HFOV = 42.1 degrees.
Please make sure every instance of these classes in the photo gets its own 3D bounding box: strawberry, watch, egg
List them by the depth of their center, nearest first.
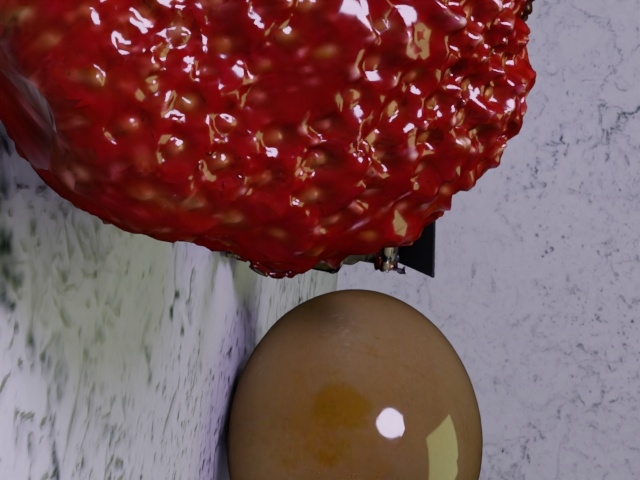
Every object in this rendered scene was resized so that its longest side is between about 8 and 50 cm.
[{"bbox_3d":[-0.013,-0.103,0.436,0.257,0.261,0.260,-83,176,-74],"label":"strawberry"},{"bbox_3d":[0.001,0.000,0.832,0.268,0.165,0.102,8,-85,58],"label":"watch"},{"bbox_3d":[0.042,0.222,0.998,0.301,0.301,0.373,89,7,-47],"label":"egg"}]

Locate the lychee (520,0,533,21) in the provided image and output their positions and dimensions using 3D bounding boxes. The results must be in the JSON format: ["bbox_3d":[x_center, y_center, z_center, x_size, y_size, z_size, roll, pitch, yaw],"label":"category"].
[{"bbox_3d":[0.057,-0.267,0.772,0.330,0.306,0.305,-128,-138,-79],"label":"lychee"}]

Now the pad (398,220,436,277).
[{"bbox_3d":[0.053,-0.066,0.899,0.243,0.004,0.163,26,-59,58],"label":"pad"}]
